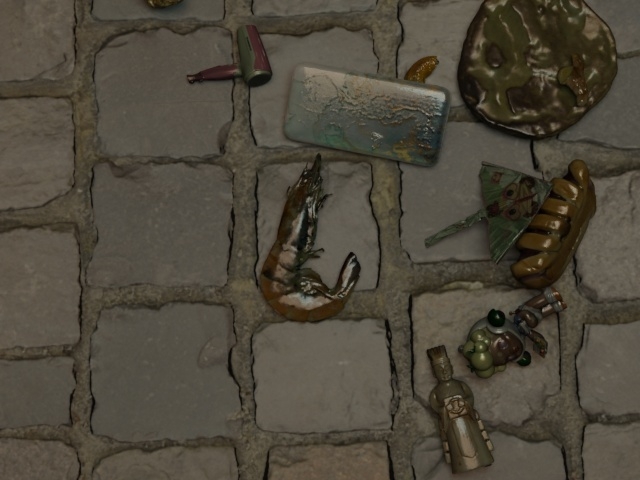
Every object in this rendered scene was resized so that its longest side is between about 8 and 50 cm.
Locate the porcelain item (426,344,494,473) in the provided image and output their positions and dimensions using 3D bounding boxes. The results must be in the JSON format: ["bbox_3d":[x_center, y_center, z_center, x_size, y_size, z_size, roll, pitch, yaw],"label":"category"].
[{"bbox_3d":[0.229,0.283,1.503,0.084,0.054,0.213,-16,81,-1],"label":"porcelain item"}]

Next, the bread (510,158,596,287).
[{"bbox_3d":[0.397,-0.023,1.500,0.081,0.134,0.225,24,82,33],"label":"bread"}]

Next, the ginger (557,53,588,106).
[{"bbox_3d":[0.437,-0.279,1.528,0.048,0.030,0.097,-4,79,-1],"label":"ginger"}]

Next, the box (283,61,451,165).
[{"bbox_3d":[0.082,-0.225,1.571,0.285,0.044,0.142,11,100,6],"label":"box"}]

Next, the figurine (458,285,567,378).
[{"bbox_3d":[0.326,0.157,1.485,0.197,0.093,0.147,-31,125,11],"label":"figurine"}]

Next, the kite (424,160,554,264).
[{"bbox_3d":[0.286,-0.048,1.515,0.250,0.012,0.229,-24,45,25],"label":"kite"}]

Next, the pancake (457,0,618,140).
[{"bbox_3d":[0.383,-0.316,1.576,0.294,0.049,0.294,0,81,3],"label":"pancake"}]

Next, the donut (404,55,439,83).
[{"bbox_3d":[0.186,-0.295,1.590,0.083,0.038,0.067,-32,79,1],"label":"donut"}]

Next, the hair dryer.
[{"bbox_3d":[-0.173,-0.320,1.613,0.154,0.054,0.106,-20,77,5],"label":"hair dryer"}]

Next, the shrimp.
[{"bbox_3d":[0.000,0.000,1.558,0.169,0.058,0.296,17,87,-2],"label":"shrimp"}]

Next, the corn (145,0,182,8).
[{"bbox_3d":[-0.339,-0.550,1.629,0.098,0.098,0.290,-30,85,-1],"label":"corn"}]
